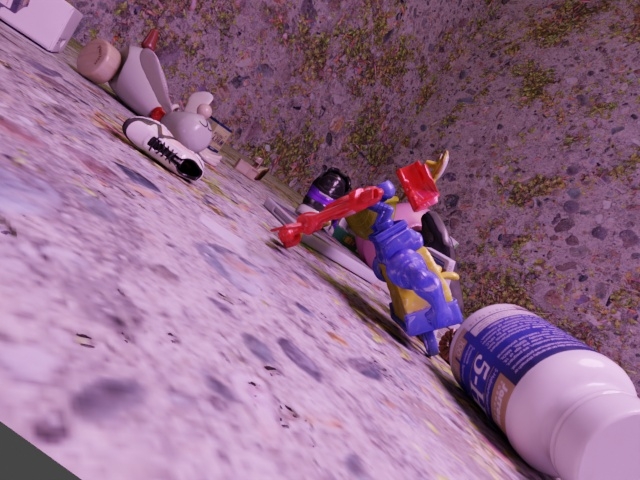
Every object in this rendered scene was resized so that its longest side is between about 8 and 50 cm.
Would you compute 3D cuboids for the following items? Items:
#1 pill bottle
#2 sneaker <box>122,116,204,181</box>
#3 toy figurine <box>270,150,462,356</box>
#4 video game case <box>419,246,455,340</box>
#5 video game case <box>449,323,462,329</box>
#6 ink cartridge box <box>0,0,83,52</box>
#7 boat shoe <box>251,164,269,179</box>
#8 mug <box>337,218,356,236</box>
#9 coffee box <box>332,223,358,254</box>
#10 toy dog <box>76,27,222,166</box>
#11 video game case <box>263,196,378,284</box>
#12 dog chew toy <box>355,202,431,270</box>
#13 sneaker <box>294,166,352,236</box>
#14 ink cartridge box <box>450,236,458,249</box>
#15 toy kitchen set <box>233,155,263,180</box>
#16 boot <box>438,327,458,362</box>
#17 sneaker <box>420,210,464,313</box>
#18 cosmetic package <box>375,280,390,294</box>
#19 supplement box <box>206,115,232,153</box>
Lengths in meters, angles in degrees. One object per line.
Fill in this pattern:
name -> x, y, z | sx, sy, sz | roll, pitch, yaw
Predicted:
pill bottle -> 0.202, 0.137, 0.400 | 0.112, 0.112, 0.186 | 35, 5, -12
sneaker -> -0.182, -0.109, 0.536 | 0.109, 0.040, 0.044 | 32, 8, -33
toy figurine -> 0.075, 0.048, 0.568 | 0.362, 0.192, 0.217 | 166, -100, -87
video game case -> 0.155, 0.077, 0.640 | 0.011, 0.121, 0.087 | 10, 10, -9
video game case -> 0.312, 0.191, 1.179 | 0.227, 0.026, 0.206 | 35, 5, -17
ink cartridge box -> -0.601, -0.480, 0.862 | 0.237, 0.100, 0.172 | 33, 6, -29
boat shoe -> -0.207, -0.233, 1.488 | 0.049, 0.056, 0.152 | 41, 4, -5
mug -> 0.112, -0.043, 1.575 | 0.150, 0.113, 0.169 | 38, 2, 9
coffee box -> 0.075, -0.012, 1.391 | 0.184, 0.040, 0.113 | 34, 5, -18
toy dog -> -0.304, -0.306, 0.877 | 0.334, 0.160, 0.220 | 36, 5, 6
video game case -> 0.000, 0.000, 0.868 | 0.201, 0.023, 0.183 | 31, 7, -36
dog chew toy -> 0.187, 0.002, 1.175 | 0.207, 0.206, 0.332 | 35, -3, -15
sneaker -> 0.019, -0.096, 1.063 | 0.102, 0.146, 0.293 | 30, -1, -2
ink cartridge box -> 0.279, 0.035, 1.402 | 0.117, 0.201, 0.278 | 36, 4, -9
toy kitchen set -> -0.219, -0.233, 1.329 | 0.075, 0.068, 0.083 | 32, 6, -39
boot -> 0.225, 0.172, 0.567 | 0.085, 0.059, 0.158 | 39, 2, -24
sneaker -> 0.217, 0.054, 0.949 | 0.131, 0.227, 0.087 | -9, 0, 0
cosmetic package -> 0.143, 0.072, 0.939 | 0.041, 0.060, 0.115 | 35, 6, 2
supplement box -> -0.328, -0.324, 1.359 | 0.083, 0.083, 0.056 | 39, 6, 37
